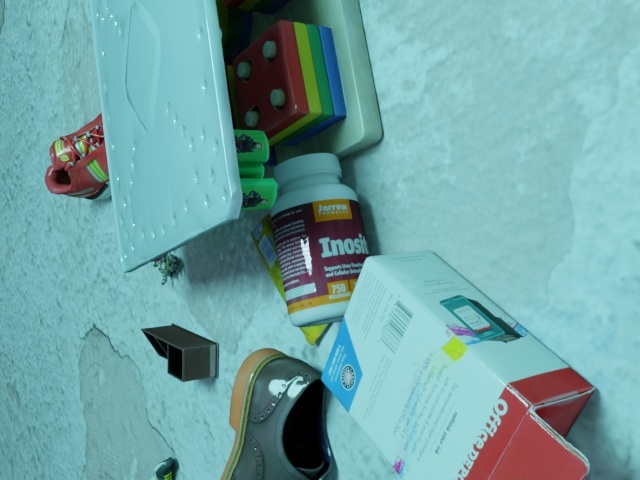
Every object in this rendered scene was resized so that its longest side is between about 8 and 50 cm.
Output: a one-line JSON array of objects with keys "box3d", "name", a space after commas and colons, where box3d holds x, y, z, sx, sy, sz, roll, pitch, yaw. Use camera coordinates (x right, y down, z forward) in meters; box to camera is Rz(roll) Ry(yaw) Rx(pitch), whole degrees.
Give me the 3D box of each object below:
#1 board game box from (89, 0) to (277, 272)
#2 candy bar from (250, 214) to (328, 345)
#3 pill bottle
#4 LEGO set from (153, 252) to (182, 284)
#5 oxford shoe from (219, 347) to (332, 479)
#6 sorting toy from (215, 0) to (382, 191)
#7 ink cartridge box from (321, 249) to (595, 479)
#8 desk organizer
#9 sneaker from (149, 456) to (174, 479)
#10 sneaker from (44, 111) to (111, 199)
[{"box3d": [-0.165, -0.182, 0.753, 0.390, 0.050, 0.390, -19, 78, 60], "name": "board game box"}, {"box3d": [-0.037, 0.038, 0.781, 0.040, 0.018, 0.161, -55, 51, 34], "name": "candy bar"}, {"box3d": [0.000, 0.000, 0.676, 0.086, 0.086, 0.152, -24, 74, 50], "name": "pill bottle"}, {"box3d": [-0.212, 0.031, 1.008, 0.083, 0.023, 0.054, 53, 130, 53], "name": "LEGO set"}, {"box3d": [-0.045, 0.255, 0.748, 0.098, 0.097, 0.271, 9, 100, 45], "name": "oxford shoe"}, {"box3d": [-0.072, -0.188, 0.753, 0.255, 0.089, 0.257, -20, 77, 51], "name": "sorting toy"}, {"box3d": [0.108, 0.125, 0.552, 0.231, 0.078, 0.134, 45, 126, 41], "name": "ink cartridge box"}, {"box3d": [-0.190, 0.148, 0.958, 0.130, 0.050, 0.047, 10, 100, 51], "name": "desk organizer"}, {"box3d": [-0.222, 0.343, 1.036, 0.035, 0.031, 0.083, 45, 132, 24], "name": "sneaker"}, {"box3d": [-0.338, -0.132, 1.074, 0.279, 0.118, 0.107, -38, 64, 47], "name": "sneaker"}]
